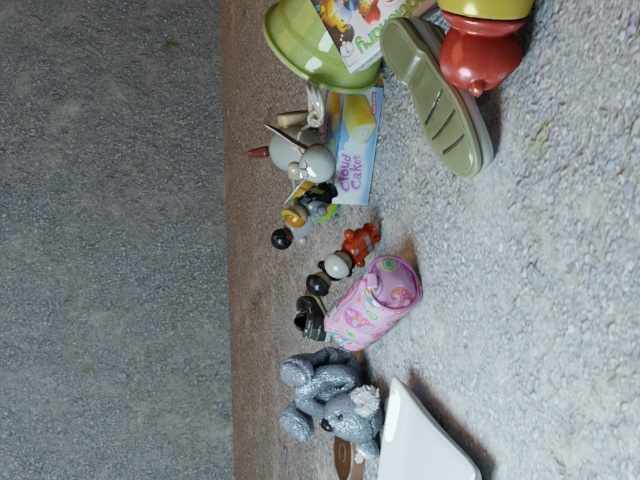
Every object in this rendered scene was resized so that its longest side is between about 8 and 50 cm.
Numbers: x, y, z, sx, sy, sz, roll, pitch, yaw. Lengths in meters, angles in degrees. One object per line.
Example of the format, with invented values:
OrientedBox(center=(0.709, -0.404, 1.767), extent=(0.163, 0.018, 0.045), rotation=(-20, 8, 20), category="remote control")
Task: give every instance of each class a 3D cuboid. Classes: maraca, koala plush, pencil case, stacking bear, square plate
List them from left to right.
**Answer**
OrientedBox(center=(-0.015, -0.134, 2.015), extent=(0.099, 0.127, 0.185), rotation=(37, -136, -71), category="maraca")
OrientedBox(center=(0.051, 0.345, 1.699), extent=(0.221, 0.203, 0.196), rotation=(32, 130, 47), category="koala plush")
OrientedBox(center=(0.097, 0.131, 1.602), extent=(0.284, 0.124, 0.124), rotation=(128, 141, -62), category="pencil case")
OrientedBox(center=(0.181, 0.461, 1.401), extent=(0.347, 0.049, 0.343), rotation=(-136, 49, -68), category="square plate")
OrientedBox(center=(0.240, -0.354, 1.139), extent=(0.175, 0.164, 0.288), rotation=(-119, 30, -60), category="stacking bear")

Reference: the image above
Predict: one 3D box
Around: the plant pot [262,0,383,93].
OrientedBox(center=(0.058, -0.484, 1.622), extent=(0.254, 0.276, 0.276), rotation=(-54, 36, 42), category="plant pot")

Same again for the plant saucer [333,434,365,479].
OrientedBox(center=(0.061, 0.484, 1.839), extent=(0.168, 0.029, 0.168), rotation=(-178, 90, -74), category="plant saucer")

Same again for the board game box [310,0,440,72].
OrientedBox(center=(0.117, -0.454, 1.397), extent=(0.305, 0.053, 0.193), rotation=(-33, 84, 43), category="board game box")

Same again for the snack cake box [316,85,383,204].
OrientedBox(center=(0.061, -0.225, 1.816), extent=(0.152, 0.089, 0.264), rotation=(-136, 50, -67), category="snack cake box")

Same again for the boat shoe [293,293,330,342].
OrientedBox(center=(-0.035, 0.198, 2.110), extent=(0.233, 0.079, 0.084), rotation=(-130, 43, -68), category="boat shoe")

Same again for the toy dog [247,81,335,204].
OrientedBox(center=(-0.070, -0.186, 1.707), extent=(0.333, 0.161, 0.220), rotation=(127, 131, -84), category="toy dog")

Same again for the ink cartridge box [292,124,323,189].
OrientedBox(center=(-0.015, -0.214, 1.945), extent=(0.104, 0.060, 0.180), rotation=(78, -153, -48), category="ink cartridge box")

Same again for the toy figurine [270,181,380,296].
OrientedBox(center=(0.000, 0.000, 1.750), extent=(0.209, 0.148, 0.213), rotation=(47, 155, 1), category="toy figurine")

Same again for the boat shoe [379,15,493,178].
OrientedBox(center=(0.209, -0.242, 1.300), extent=(0.302, 0.103, 0.113), rotation=(66, 150, 17), category="boat shoe")
